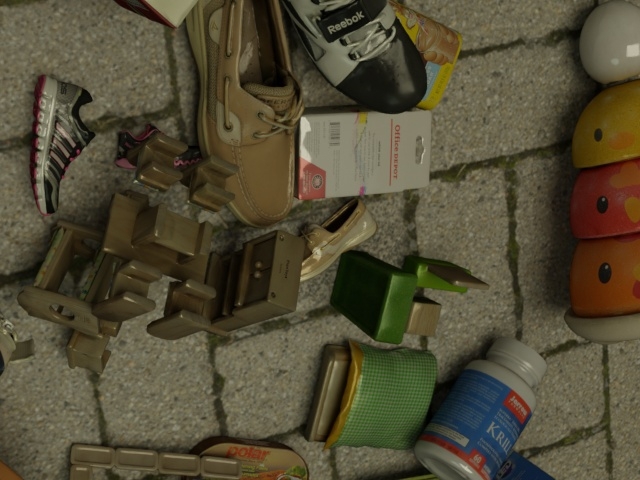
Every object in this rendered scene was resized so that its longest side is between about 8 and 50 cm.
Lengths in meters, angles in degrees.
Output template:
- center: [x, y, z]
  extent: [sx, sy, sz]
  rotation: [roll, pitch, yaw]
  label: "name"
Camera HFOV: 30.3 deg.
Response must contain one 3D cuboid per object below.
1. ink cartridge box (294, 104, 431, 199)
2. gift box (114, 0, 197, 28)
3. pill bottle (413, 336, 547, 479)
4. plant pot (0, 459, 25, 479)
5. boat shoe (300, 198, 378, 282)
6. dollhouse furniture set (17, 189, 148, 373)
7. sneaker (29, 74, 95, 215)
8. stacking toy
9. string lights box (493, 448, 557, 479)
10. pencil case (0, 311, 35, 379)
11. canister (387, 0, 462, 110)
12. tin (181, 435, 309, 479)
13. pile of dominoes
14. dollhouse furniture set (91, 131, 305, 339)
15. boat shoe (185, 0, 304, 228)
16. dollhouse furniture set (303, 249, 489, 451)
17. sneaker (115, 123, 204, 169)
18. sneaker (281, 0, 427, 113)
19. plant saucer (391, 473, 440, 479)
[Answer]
- center: [0.050, -0.123, 1.602]
  extent: [0.198, 0.067, 0.115]
  rotation: [-5, 106, -23]
  label: "ink cartridge box"
- center: [-0.202, -0.420, 1.291]
  extent: [0.276, 0.255, 0.258]
  rotation: [40, 86, -35]
  label: "gift box"
- center: [0.245, 0.256, 1.760]
  extent: [0.124, 0.124, 0.221]
  rotation: [47, 68, -28]
  label: "pill bottle"
- center: [-0.446, 0.348, 1.383]
  extent: [0.291, 0.291, 0.203]
  rotation: [50, 64, -28]
  label: "plant pot"
- center: [0.000, 0.000, 1.619]
  extent: [0.170, 0.063, 0.059]
  rotation: [-35, 114, -24]
  label: "boat shoe"
- center: [-0.295, 0.045, 1.496]
  extent: [0.101, 0.161, 0.182]
  rotation: [16, 54, 4]
  label: "dollhouse furniture set"
- center: [-0.310, -0.113, 1.429]
  extent: [0.075, 0.063, 0.170]
  rotation: [3, 98, -21]
  label: "sneaker"
- center: [0.473, -0.113, 1.730]
  extent: [0.350, 0.350, 0.480]
  rotation: [-19, 93, -21]
  label: "stacking toy"
- center: [0.320, 0.418, 1.774]
  extent: [0.077, 0.259, 0.133]
  rotation: [42, 85, -28]
  label: "string lights box"
- center: [-0.500, 0.014, 1.315]
  extent: [0.183, 0.160, 0.410]
  rotation: [-31, 115, -6]
  label: "pencil case"
- center: [0.096, -0.257, 1.585]
  extent: [0.170, 0.073, 0.126]
  rotation: [18, 95, -30]
  label: "canister"
- center: [-0.106, 0.333, 1.670]
  extent: [0.189, 0.040, 0.106]
  rotation: [13, 102, -28]
  label: "tin"
- center: [-0.211, 0.374, 1.550]
  extent: [0.251, 0.196, 0.040]
  rotation: [9, 143, -15]
  label: "pile of dominoes"
- center: [-0.167, 0.022, 1.457]
  extent: [0.242, 0.161, 0.212]
  rotation: [23, 63, -32]
  label: "dollhouse furniture set"
- center: [-0.084, -0.173, 1.482]
  extent: [0.121, 0.110, 0.341]
  rotation: [-28, 114, -37]
  label: "boat shoe"
- center: [0.113, 0.180, 1.668]
  extent: [0.197, 0.151, 0.301]
  rotation: [9, 100, -28]
  label: "dollhouse furniture set"
- center: [-0.202, -0.120, 1.496]
  extent: [0.119, 0.047, 0.057]
  rotation: [-4, 94, -26]
  label: "sneaker"
- center: [0.017, -0.290, 1.438]
  extent: [0.122, 0.146, 0.330]
  rotation: [-39, 98, -1]
  label: "sneaker"
- center: [0.125, 0.440, 1.807]
  extent: [0.188, 0.045, 0.188]
  rotation: [-4, 106, -26]
  label: "plant saucer"
